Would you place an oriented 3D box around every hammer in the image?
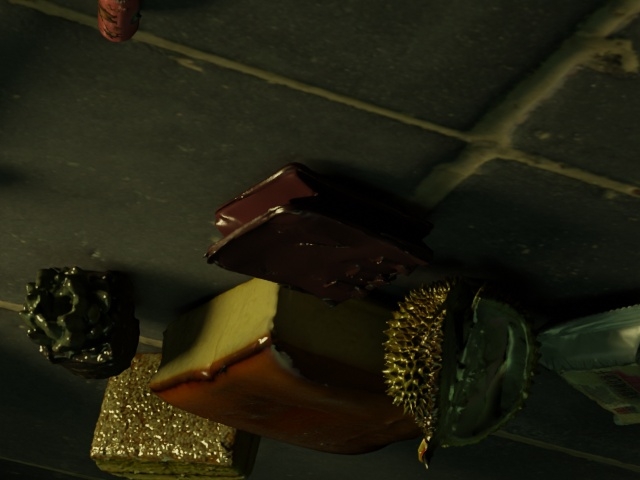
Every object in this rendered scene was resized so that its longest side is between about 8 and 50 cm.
[{"bbox_3d":[-0.183,-0.214,1.387,0.043,0.043,0.083,11,154,-5],"label":"hammer"}]

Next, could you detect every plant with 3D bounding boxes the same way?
[{"bbox_3d":[-0.312,0.104,1.999,0.132,0.129,0.194,1,157,10],"label":"plant"}]

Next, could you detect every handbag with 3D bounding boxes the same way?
[{"bbox_3d":[0.000,-0.003,1.739,0.216,0.074,0.203,19,153,-26],"label":"handbag"}]

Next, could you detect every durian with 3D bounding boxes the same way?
[{"bbox_3d":[0.156,0.154,1.872,0.193,0.237,0.138,22,-173,-31],"label":"durian"}]

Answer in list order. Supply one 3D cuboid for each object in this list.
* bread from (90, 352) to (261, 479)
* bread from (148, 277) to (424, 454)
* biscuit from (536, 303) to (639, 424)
[{"bbox_3d":[-0.201,0.259,2.224,0.234,0.184,0.110,0,147,18],"label":"bread"},{"bbox_3d":[-0.013,0.173,2.030,0.333,0.143,0.324,21,153,-25],"label":"bread"},{"bbox_3d":[0.396,0.166,1.963,0.186,0.079,0.309,-12,149,33],"label":"biscuit"}]
